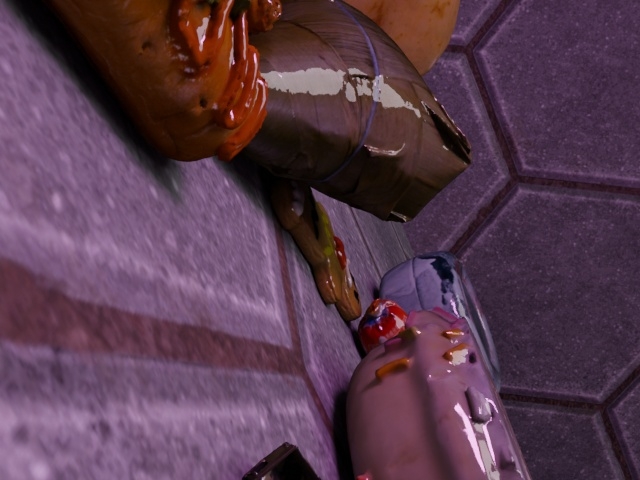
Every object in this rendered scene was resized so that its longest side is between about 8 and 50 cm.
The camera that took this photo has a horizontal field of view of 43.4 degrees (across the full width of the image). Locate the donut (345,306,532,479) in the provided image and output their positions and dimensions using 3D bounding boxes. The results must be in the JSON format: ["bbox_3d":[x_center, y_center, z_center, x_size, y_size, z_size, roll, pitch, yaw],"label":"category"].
[{"bbox_3d":[0.131,0.246,0.731,0.382,0.142,0.383,-21,90,-82],"label":"donut"}]

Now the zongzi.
[{"bbox_3d":[-0.058,-0.177,0.780,0.360,0.160,0.323,7,36,-47],"label":"zongzi"}]

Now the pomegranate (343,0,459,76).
[{"bbox_3d":[0.039,-0.371,1.236,0.342,0.342,0.343,-22,90,-81],"label":"pomegranate"}]

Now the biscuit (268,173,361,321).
[{"bbox_3d":[0.002,-0.001,0.905,0.158,0.035,0.240,-98,163,-48],"label":"biscuit"}]

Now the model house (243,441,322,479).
[{"bbox_3d":[-0.012,0.157,0.430,0.083,0.057,0.058,50,-19,6],"label":"model house"}]

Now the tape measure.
[{"bbox_3d":[0.189,0.156,1.286,0.275,0.147,0.256,-96,160,-46],"label":"tape measure"}]

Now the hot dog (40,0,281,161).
[{"bbox_3d":[-0.111,-0.191,0.430,0.349,0.117,0.158,59,14,-46],"label":"hot dog"}]

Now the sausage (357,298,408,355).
[{"bbox_3d":[0.109,0.164,1.016,0.074,0.074,0.274,-101,165,-50],"label":"sausage"}]
